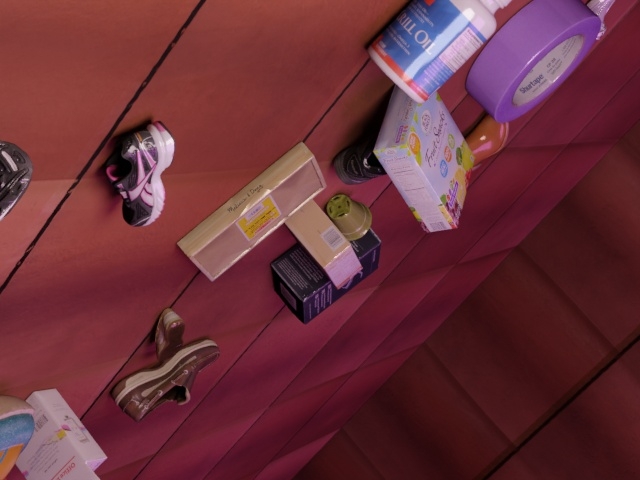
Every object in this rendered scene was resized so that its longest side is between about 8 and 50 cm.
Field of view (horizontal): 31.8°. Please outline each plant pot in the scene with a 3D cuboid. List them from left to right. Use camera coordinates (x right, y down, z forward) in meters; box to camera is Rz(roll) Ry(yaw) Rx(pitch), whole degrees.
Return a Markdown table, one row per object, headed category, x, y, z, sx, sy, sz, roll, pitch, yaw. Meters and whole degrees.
| category | x | y | z | sx | sy | sz | roll | pitch | yaw |
| --- | --- | --- | --- | --- | --- | --- | --- | --- | --- |
| plant pot | 0.048 | -0.052 | 2.181 | 0.083 | 0.083 | 0.079 | -42 | 150 | 2 |

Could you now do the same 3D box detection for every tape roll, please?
| category | x | y | z | sx | sy | sz | roll | pitch | yaw |
| --- | --- | --- | --- | --- | --- | --- | --- | --- | --- |
| tape roll | 0.412 | -0.356 | 2.178 | 0.275 | 0.090 | 0.275 | -37 | 162 | -14 |

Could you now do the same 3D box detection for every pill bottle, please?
| category | x | y | z | sx | sy | sz | roll | pitch | yaw |
| --- | --- | --- | --- | --- | --- | --- | --- | --- | --- |
| pill bottle | 0.187 | -0.326 | 1.708 | 0.221 | 0.124 | 0.124 | -46 | 163 | 11 |

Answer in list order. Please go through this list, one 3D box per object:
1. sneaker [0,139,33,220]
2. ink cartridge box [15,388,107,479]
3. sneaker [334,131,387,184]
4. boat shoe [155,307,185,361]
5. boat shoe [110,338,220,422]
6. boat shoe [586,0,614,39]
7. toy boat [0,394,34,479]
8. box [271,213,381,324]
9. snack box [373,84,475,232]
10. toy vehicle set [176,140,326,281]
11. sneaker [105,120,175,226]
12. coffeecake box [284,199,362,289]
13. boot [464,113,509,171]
| category | x | y | z | sx | sy | sz | roll | pitch | yaw |
| --- | --- | --- | --- | --- | --- | --- | --- | --- | --- |
| sneaker | -0.426 | -0.014 | 1.227 | 0.271 | 0.100 | 0.108 | -38 | 177 | 3 |
| ink cartridge box | -0.447 | 0.364 | 1.910 | 0.115 | 0.198 | 0.067 | -45 | 162 | 14 |
| sneaker | 0.145 | -0.168 | 2.008 | 0.227 | 0.087 | 0.130 | -25 | -171 | -35 |
| boat shoe | -0.279 | 0.172 | 2.058 | 0.050 | 0.045 | 0.135 | -17 | 150 | -32 |
| boat shoe | -0.290 | 0.285 | 2.230 | 0.257 | 0.095 | 0.095 | -27 | 158 | -39 |
| boat shoe | 0.556 | -0.438 | 2.328 | 0.184 | 0.063 | 0.066 | -50 | 161 | 28 |
| toy boat | -0.551 | 0.376 | 1.801 | 0.267 | 0.148 | 0.318 | -37 | 162 | -15 |
| box | 0.013 | 0.052 | 2.287 | 0.207 | 0.108 | 0.153 | -37 | 162 | -14 |
| snack box | 0.181 | -0.146 | 1.917 | 0.070 | 0.207 | 0.174 | -11 | -136 | 33 |
| toy vehicle set | -0.110 | -0.045 | 1.904 | 0.267 | 0.035 | 0.166 | -40 | 163 | -5 |
| sneaker | -0.250 | -0.086 | 1.479 | 0.077 | 0.072 | 0.178 | -16 | 144 | -30 |
| coffeecake box | 0.000 | 0.000 | 2.072 | 0.068 | 0.142 | 0.185 | -40 | 164 | -3 |
| boot | 0.310 | -0.191 | 2.401 | 0.152 | 0.073 | 0.197 | -21 | 152 | -39 |
